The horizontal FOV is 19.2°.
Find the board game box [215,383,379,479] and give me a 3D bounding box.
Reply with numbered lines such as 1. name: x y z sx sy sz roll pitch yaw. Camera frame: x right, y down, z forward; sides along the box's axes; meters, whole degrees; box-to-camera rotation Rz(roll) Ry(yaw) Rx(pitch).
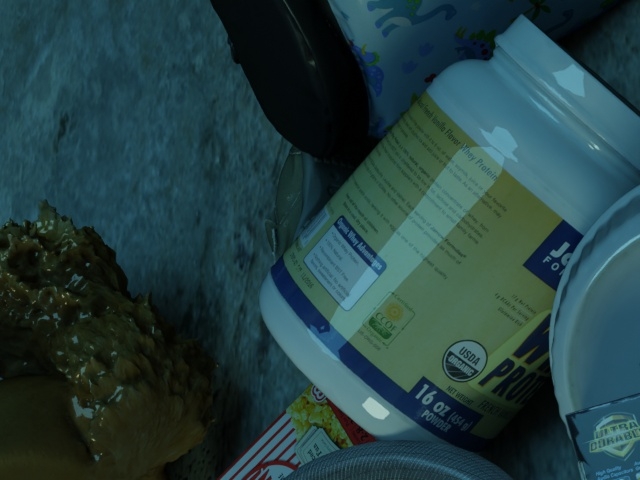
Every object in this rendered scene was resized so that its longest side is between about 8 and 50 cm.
1. board game box: -0.015 0.227 1.635 0.193 0.045 0.147 -47 45 13

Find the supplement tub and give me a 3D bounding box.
1. supplement tub: 0.128 0.000 1.500 0.316 0.228 0.228 -49 45 10

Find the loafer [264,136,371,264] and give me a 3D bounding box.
1. loafer: 0.000 0.000 1.727 0.087 0.094 0.251 -45 30 48

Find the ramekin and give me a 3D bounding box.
1. ramekin: 0.283 0.081 1.304 0.273 0.127 0.272 1 95 17

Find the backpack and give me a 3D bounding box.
1. backpack: 0.101 -0.258 1.634 0.355 0.290 0.273 -38 44 -19

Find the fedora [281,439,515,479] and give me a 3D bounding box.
1. fedora: 0.082 0.275 1.448 0.275 0.124 0.243 -12 79 28

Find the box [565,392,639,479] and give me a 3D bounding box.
1. box: 0.284 0.165 1.199 0.220 0.051 0.175 -19 76 17

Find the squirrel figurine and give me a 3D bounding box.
1. squirrel figurine: -0.291 0.174 1.786 0.397 0.281 0.370 -55 33 -2
